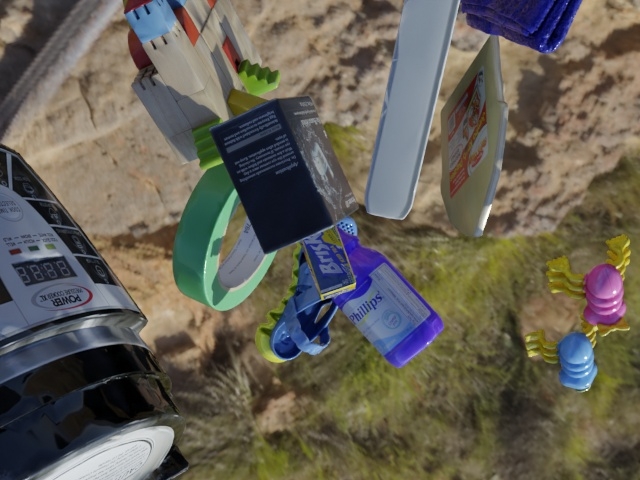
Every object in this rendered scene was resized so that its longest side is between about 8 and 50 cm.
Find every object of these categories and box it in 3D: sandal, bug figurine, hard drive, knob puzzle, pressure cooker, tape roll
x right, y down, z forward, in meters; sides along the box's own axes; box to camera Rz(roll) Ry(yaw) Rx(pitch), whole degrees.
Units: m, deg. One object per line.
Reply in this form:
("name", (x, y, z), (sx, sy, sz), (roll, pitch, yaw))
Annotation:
("sandal", (-0.002, 0.097, 1.878), (0.126, 0.138, 0.317), (25, 84, -33))
("bug figurine", (0.347, 0.062, 1.012), (0.279, 0.072, 0.216), (-23, 138, 4))
("hard drive", (0.107, -0.202, 0.989), (0.047, 0.353, 0.233), (13, 119, 5))
("knob puzzle", (0.172, -0.093, 1.060), (0.030, 0.213, 0.213), (5, 111, -11))
("pressure cooker", (-0.310, 0.141, 0.757), (0.369, 0.420, 0.375), (-34, 164, -16))
("tape roll", (-0.169, -0.022, 1.935), (0.321, 0.077, 0.321), (-52, 156, -36))

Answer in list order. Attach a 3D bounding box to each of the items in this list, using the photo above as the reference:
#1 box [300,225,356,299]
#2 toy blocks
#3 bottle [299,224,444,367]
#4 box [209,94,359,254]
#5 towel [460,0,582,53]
("box", (0.000, 0.000, 1.474), (0.059, 0.054, 0.169), (-19, 79, -2))
("toy blocks", (-0.208, -0.307, 1.505), (0.190, 0.381, 0.261), (-20, 120, 18))
("bottle", (0.075, 0.076, 1.641), (0.283, 0.092, 0.118), (48, 129, 5))
("box", (-0.038, -0.082, 1.159), (0.093, 0.156, 0.158), (-23, 94, 16))
("towel", (0.352, -0.456, 1.691), (0.076, 0.308, 0.228), (17, 105, -23))
